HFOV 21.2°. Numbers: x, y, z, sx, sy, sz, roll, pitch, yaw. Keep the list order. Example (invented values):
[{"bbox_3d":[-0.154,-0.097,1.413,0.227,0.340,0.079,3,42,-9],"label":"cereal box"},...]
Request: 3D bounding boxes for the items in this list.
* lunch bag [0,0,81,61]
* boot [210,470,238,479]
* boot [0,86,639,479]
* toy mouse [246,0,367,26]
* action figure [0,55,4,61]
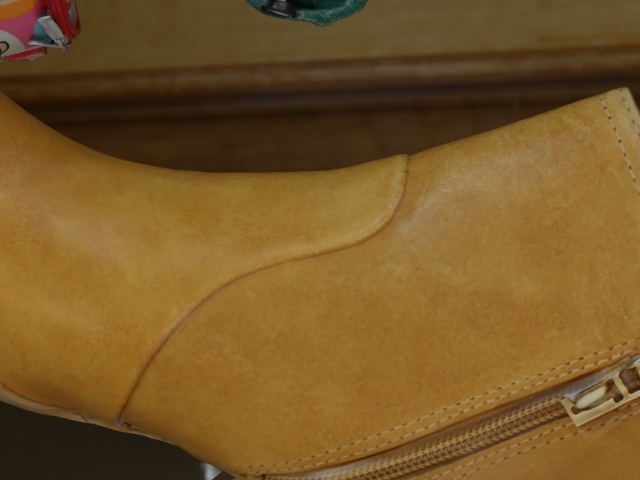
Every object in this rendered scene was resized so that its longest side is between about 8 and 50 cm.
[{"bbox_3d":[-0.270,-0.264,1.385,0.293,0.120,0.258,-111,4,-63],"label":"lunch bag"},{"bbox_3d":[0.062,0.192,0.900,0.109,0.283,0.220,-35,-88,-42],"label":"boot"},{"bbox_3d":[0.000,0.001,0.535,0.295,0.211,0.104,56,-165,-11],"label":"boot"},{"bbox_3d":[-0.014,-0.140,0.662,0.143,0.031,0.161,-39,-56,-32],"label":"toy mouse"},{"bbox_3d":[-0.236,-0.131,0.719,0.139,0.091,0.280,-39,-49,-38],"label":"action figure"}]
